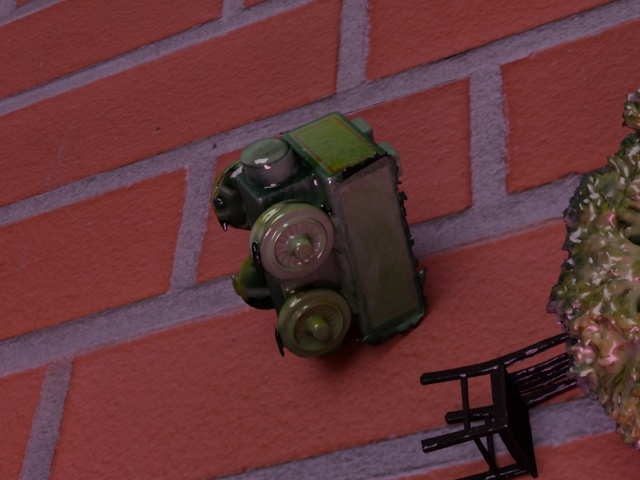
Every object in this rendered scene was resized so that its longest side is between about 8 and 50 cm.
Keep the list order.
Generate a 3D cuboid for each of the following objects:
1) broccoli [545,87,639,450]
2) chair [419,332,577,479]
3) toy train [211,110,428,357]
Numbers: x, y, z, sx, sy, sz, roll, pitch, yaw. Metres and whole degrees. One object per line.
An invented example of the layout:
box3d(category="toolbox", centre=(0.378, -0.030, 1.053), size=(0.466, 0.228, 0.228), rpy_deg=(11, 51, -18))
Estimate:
box3d(category="broccoli", centre=(0.363, 0.048, 1.027), size=(0.275, 0.353, 0.397), rpy_deg=(-20, 15, -31))
box3d(category="chair", centre=(0.207, 0.158, 1.218), size=(0.213, 0.084, 0.101), rpy_deg=(-18, 40, 19))
box3d(category="toy train", centre=(0.000, 0.000, 1.380), size=(0.188, 0.271, 0.159), rpy_deg=(-25, 36, -14))
